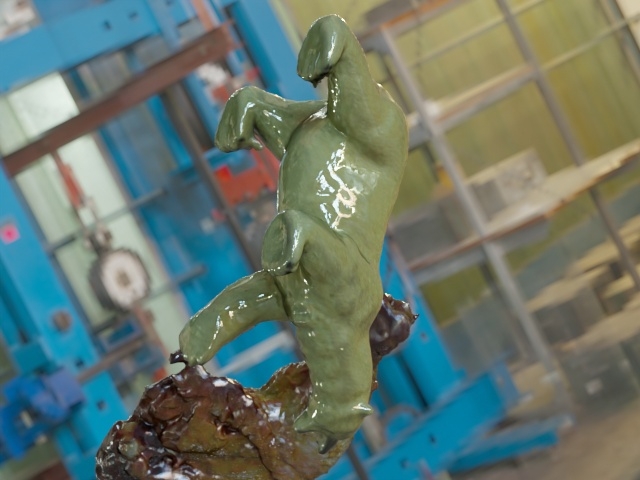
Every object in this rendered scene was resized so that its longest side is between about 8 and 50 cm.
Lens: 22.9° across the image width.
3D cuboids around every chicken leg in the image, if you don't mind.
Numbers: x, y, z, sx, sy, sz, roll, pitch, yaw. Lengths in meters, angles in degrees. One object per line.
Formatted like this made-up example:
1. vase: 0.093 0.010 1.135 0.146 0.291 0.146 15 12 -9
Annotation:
1. chicken leg: -0.056 0.152 1.440 0.322 0.177 0.083 -14 36 1

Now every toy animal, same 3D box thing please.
1. toy animal: 0.000 0.000 0.853 0.101 0.219 0.103 18 -17 -34
